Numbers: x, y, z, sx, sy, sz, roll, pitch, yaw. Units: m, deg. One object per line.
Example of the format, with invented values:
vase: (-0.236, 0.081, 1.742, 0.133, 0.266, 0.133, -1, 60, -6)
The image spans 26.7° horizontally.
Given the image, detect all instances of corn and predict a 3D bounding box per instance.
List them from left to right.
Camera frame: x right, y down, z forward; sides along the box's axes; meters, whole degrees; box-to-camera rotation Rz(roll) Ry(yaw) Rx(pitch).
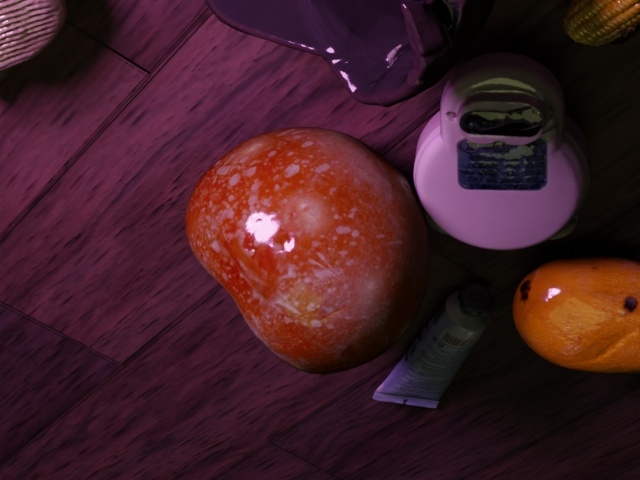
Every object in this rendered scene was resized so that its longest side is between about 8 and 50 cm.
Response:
corn: (0.298, -0.242, 1.206, 0.072, 0.072, 0.203, 28, 138, -19)

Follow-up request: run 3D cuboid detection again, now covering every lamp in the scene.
lamp: (0.184, -0.094, 1.370, 0.180, 0.108, 0.246, 0, 137, 7)

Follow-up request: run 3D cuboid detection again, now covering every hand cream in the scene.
hand cream: (0.147, 0.141, 1.694, 0.091, 0.058, 0.271, 7, 144, -13)

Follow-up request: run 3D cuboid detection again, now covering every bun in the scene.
bun: (-0.338, -0.248, 1.309, 0.173, 0.113, 0.166, -4, 148, -18)

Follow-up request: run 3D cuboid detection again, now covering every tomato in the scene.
tomato: (0.000, 0.000, 1.419, 0.223, 0.270, 0.270, -38, 125, 6)

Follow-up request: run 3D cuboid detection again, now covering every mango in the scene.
mango: (0.346, 0.091, 1.549, 0.262, 0.109, 0.157, 16, 130, -12)

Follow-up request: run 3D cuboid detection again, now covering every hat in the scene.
hat: (0.047, -0.273, 1.185, 0.336, 0.209, 0.238, 32, 138, 38)

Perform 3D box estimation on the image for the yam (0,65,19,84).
yam: (-0.346, -0.189, 1.433, 0.043, 0.043, 0.094, 33, 134, -24)
